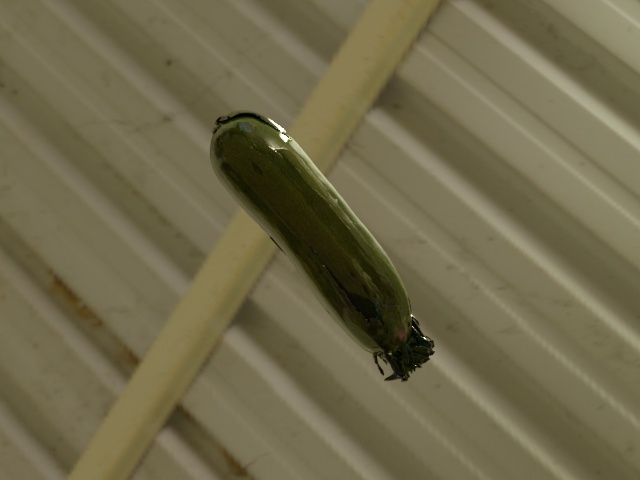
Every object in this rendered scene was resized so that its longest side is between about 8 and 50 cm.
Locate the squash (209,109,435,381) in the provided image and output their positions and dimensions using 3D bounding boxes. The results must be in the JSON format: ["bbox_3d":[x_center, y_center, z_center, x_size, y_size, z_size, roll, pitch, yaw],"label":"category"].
[{"bbox_3d":[0.000,0.000,0.791,0.052,0.052,0.183,-39,-97,20],"label":"squash"}]
